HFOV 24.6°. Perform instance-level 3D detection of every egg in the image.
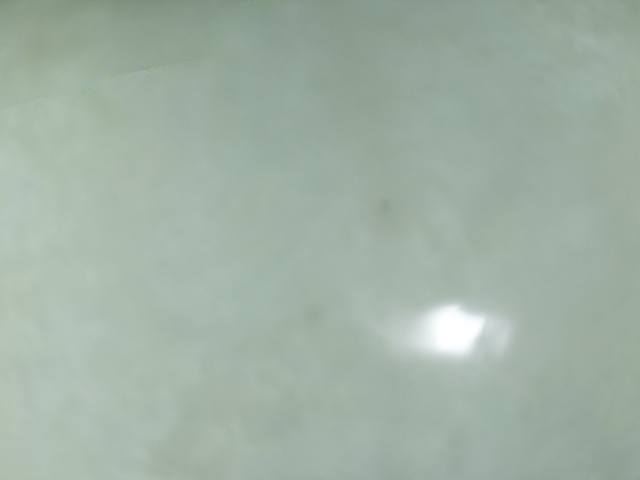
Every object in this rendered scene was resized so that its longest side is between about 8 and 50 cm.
[{"bbox_3d":[0.000,0.000,0.510,0.352,0.258,0.258,-3,30,-13],"label":"egg"}]
